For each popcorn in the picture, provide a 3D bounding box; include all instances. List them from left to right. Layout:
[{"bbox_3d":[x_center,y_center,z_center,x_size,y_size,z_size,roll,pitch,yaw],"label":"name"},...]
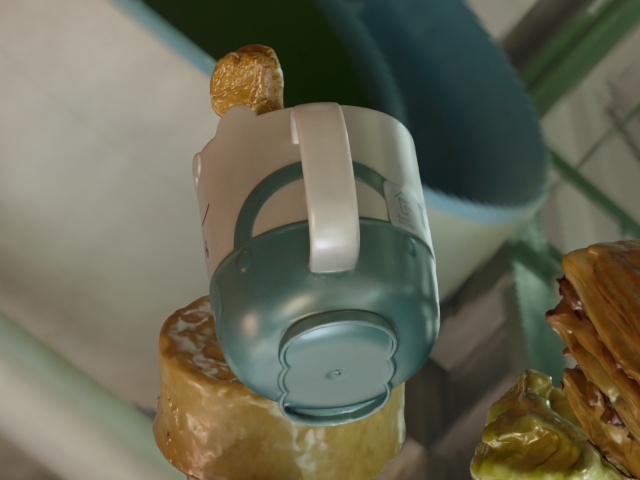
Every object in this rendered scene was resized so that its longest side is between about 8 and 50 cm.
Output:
[{"bbox_3d":[0.316,0.307,2.151,0.312,0.312,0.312,-46,-163,18],"label":"popcorn"}]

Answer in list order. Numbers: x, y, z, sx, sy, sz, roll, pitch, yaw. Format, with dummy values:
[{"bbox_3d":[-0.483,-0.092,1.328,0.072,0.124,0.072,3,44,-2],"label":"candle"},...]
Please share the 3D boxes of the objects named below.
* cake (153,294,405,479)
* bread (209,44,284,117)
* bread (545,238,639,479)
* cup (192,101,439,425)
[{"bbox_3d":[-0.051,0.250,2.219,0.332,0.332,0.321,-89,180,-65],"label":"cake"},{"bbox_3d":[-0.071,-0.150,1.754,0.081,0.083,0.046,-39,161,25],"label":"bread"},{"bbox_3d":[0.351,0.138,1.509,0.167,0.325,0.277,-58,-136,27],"label":"bread"},{"bbox_3d":[0.000,0.000,1.664,0.289,0.219,0.257,95,-12,-57],"label":"cup"}]
